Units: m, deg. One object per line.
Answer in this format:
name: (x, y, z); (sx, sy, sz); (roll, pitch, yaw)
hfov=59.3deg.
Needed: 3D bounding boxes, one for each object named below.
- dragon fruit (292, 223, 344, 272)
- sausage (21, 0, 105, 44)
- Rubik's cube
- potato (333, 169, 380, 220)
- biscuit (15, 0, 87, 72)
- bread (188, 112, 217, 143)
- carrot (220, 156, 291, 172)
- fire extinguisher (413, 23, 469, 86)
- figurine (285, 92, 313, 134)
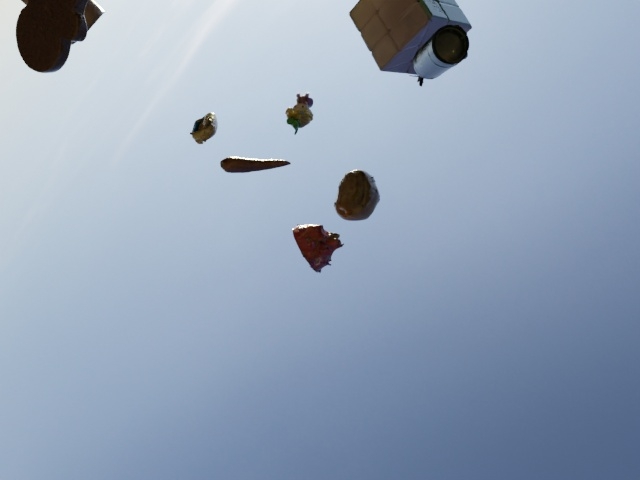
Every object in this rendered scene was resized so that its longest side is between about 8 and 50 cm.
dragon fruit: (0.000, 0.000, 1.568); (0.111, 0.153, 0.153); (-28, -134, 6)
sausage: (-0.652, -0.596, 1.329); (0.123, 0.253, 0.123); (-33, -148, 23)
Rubik's cube: (0.266, -0.651, 1.671); (0.221, 0.231, 0.225); (-40, -110, 42)
potato: (0.110, -0.130, 1.699); (0.137, 0.137, 0.176); (-7, -126, 40)
biscuit: (-0.535, -0.444, 1.120); (0.180, 0.039, 0.236); (47, -63, 9)
bread: (-0.322, -0.315, 1.582); (0.072, 0.053, 0.106); (-26, -145, 14)
carrot: (-0.187, -0.223, 1.652); (0.048, 0.216, 0.048); (176, -90, -65)
fire extinguisher: (0.292, -0.463, 1.421); (0.294, 0.093, 0.118); (-108, -145, -83)
figurine: (-0.069, -0.428, 1.979); (0.094, 0.115, 0.156); (-4, -133, 20)
